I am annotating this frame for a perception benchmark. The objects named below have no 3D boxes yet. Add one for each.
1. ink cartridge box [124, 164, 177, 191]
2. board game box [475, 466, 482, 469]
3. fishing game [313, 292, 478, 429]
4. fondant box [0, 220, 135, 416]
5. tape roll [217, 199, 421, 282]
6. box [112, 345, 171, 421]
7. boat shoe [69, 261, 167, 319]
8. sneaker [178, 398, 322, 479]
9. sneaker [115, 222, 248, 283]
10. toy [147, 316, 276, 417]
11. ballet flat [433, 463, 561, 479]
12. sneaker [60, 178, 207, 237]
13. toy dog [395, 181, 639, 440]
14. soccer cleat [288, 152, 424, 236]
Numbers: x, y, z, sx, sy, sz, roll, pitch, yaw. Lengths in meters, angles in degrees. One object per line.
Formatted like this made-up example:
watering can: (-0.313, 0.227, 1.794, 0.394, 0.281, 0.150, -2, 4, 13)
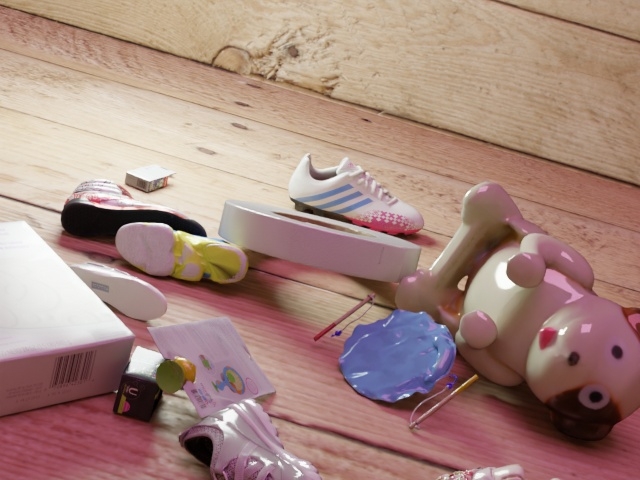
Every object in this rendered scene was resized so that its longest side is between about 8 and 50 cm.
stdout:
ink cartridge box: (-0.373, -0.138, 2.083, 0.063, 0.029, 0.115, 22, 20, 18)
board game box: (0.173, 0.362, 1.123, 0.194, 0.060, 0.194, 1, 25, -34)
fishing game: (0.123, 0.185, 1.505, 0.189, 0.041, 0.264, -36, 46, -22)
fondant box: (-0.445, 0.096, 1.286, 0.238, 0.096, 0.330, -7, 33, -45)
tape roll: (0.000, 0.000, 1.792, 0.392, 0.072, 0.392, 14, 5, -1)
box: (-0.238, 0.191, 1.265, 0.052, 0.062, 0.083, 16, 20, -2)
boat shoe: (-0.322, 0.077, 1.519, 0.184, 0.066, 0.063, 11, 19, 17)
sneaker: (-0.076, 0.295, 1.101, 0.115, 0.105, 0.281, -14, 26, -25)
sneaker: (-0.243, 0.026, 1.698, 0.240, 0.091, 0.126, 16, 2, 3)
toy: (-0.160, 0.180, 1.307, 0.137, 0.056, 0.237, 56, 13, 13)
ballet flat: (0.250, 0.309, 1.120, 0.241, 0.077, 0.091, 17, 21, 4)
sneaker: (-0.345, -0.051, 1.785, 0.270, 0.090, 0.145, 10, 23, -9)
toy dog: (0.374, 0.156, 1.589, 0.395, 0.284, 0.408, 43, 2, -34)
soccer cleat: (0.093, -0.108, 2.178, 0.331, 0.143, 0.116, 14, 20, -6)
